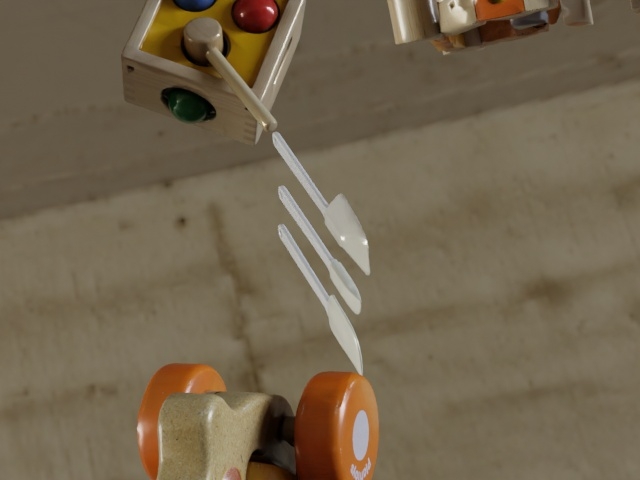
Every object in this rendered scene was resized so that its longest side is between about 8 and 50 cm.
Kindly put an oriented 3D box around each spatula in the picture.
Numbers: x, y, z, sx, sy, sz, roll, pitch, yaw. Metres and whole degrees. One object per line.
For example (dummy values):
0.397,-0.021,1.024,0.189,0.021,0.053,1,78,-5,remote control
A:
0.000,0.000,1.521,0.019,0.242,0.168,-15,-52,-14,spatula

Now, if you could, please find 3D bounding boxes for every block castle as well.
0.289,-0.359,1.706,0.453,0.213,0.303,-11,1,20,block castle

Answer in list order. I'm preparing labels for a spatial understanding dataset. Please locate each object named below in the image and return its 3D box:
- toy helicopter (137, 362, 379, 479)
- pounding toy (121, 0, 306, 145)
-0.081,0.208,0.881,0.140,0.235,0.355,1,5,21,toy helicopter
-0.075,-0.140,1.145,0.130,0.141,0.100,19,-24,3,pounding toy
